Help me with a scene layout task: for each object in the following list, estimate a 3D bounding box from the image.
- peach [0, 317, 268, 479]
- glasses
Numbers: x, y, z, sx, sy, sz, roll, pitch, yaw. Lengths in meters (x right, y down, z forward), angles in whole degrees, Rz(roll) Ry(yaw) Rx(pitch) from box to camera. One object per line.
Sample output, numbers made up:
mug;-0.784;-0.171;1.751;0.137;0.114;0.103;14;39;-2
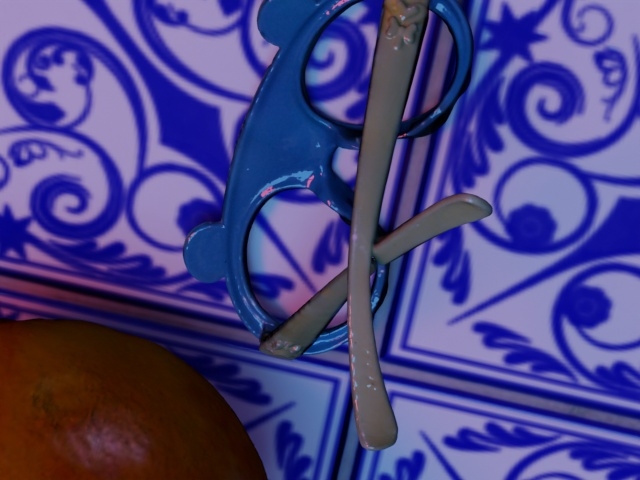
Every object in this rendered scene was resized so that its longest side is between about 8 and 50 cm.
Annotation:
peach;-0.145;0.176;1.022;0.238;0.281;0.281;-14;116;17
glasses;0.032;0.000;0.971;0.102;0.207;0.239;-1;128;-33
